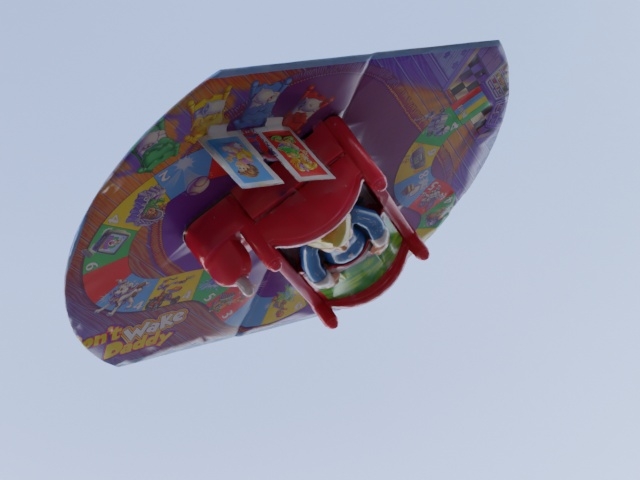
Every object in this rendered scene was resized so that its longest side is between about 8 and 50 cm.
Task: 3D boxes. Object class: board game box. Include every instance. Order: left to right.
[{"bbox_3d":[0.000,0.000,0.452,0.169,0.033,0.133,-11,-37,-37],"label":"board game box"}]
